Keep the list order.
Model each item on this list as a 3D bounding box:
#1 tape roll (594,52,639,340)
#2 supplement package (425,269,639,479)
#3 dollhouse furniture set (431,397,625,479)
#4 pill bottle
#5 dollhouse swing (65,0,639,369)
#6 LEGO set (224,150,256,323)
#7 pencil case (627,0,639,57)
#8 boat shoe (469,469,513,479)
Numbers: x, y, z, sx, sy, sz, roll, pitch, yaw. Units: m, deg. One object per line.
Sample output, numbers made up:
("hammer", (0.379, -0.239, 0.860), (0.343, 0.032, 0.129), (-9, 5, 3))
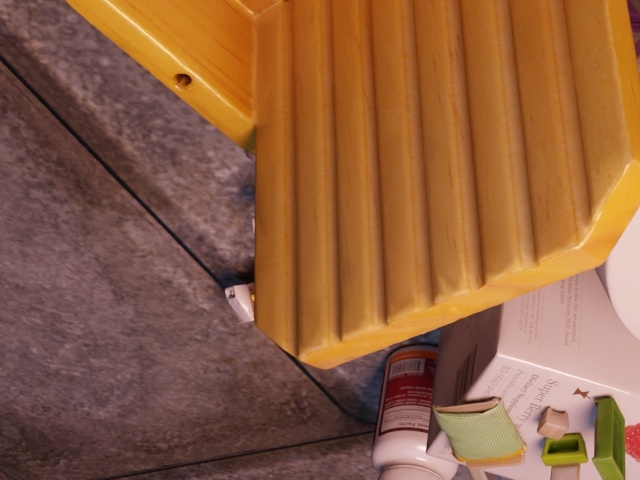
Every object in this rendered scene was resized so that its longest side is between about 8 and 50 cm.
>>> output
("tape roll", (0.362, -0.058, 0.912), (0.392, 0.072, 0.392), (-11, 142, -9))
("supplement package", (0.262, 0.113, 1.177), (0.292, 0.175, 0.177), (16, 141, -6))
("dollhouse furniture set", (0.164, 0.167, 1.079), (0.151, 0.059, 0.076), (-10, 135, 25))
("pill bottle", (0.095, 0.185, 1.328), (0.086, 0.152, 0.086), (7, 142, 6))
("dollhouse swing", (-0.004, -0.148, 0.820), (0.346, 0.305, 0.315), (-24, 130, 38))
("LEGO set", (0.000, 0.000, 1.197), (0.132, 0.107, 0.287), (41, 152, 19))
("pencil case", (0.241, -0.128, 0.952), (0.206, 0.086, 0.088), (5, 159, 7))
("boat shoe", (0.273, 0.255, 1.362), (0.130, 0.132, 0.355), (-18, 124, 39))
